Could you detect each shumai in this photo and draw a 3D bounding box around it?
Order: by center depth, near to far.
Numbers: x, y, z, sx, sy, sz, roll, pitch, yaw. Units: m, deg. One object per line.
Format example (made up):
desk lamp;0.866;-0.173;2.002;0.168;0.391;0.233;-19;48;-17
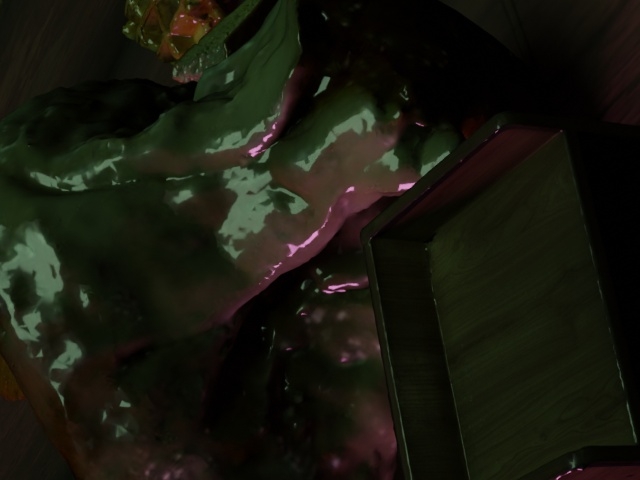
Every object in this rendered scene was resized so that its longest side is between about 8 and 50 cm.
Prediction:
shumai;0.000;0.000;1.057;0.323;0.324;0.397;-41;87;29

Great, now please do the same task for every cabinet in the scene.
cabinet;0.160;0.048;0.834;0.148;0.215;0.174;-41;52;52

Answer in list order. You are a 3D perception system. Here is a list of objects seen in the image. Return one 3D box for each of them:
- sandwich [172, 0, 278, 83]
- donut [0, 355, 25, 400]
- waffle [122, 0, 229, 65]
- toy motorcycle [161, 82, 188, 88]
sandwich;-0.069;-0.110;1.407;0.090;0.088;0.244;-5;84;59
donut;-0.286;0.042;1.788;0.277;0.109;0.277;-8;81;62
waffle;-0.115;-0.298;1.542;0.301;0.058;0.281;-26;66;58
toy motorcycle;-0.048;-0.102;1.309;0.213;0.084;0.118;-3;89;23
